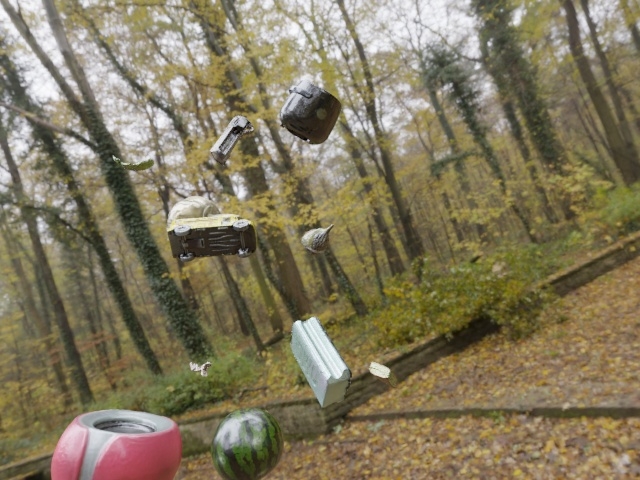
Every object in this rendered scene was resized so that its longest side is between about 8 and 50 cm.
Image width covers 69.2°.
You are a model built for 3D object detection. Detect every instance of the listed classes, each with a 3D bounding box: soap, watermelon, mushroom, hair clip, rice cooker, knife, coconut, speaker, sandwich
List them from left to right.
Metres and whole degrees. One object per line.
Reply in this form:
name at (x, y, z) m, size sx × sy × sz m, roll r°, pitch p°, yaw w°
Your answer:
speaker at (-0.488, 0.535, 1.147) m, size 0.295 × 0.294 × 0.294 m, roll -20°, pitch -6°, yaw -2°
coconut at (-0.765, -0.317, 1.922) m, size 0.158 × 0.055 × 0.133 m, roll 4°, pitch 0°, yaw 9°
hair clip at (-0.599, 0.632, 2.276) m, size 0.034 × 0.072 × 0.226 m, roll 33°, pitch -30°, yaw -29°
mushroom at (-0.516, -0.057, 2.121) m, size 0.337 × 0.313 × 0.314 m, roll 4°, pitch 3°, yaw 22°
knife at (-0.309, -0.367, 1.654) m, size 0.043 × 0.089 × 0.365 m, roll -44°, pitch 17°, yaw 32°
watermelon at (-0.285, 0.803, 1.817) m, size 0.286 × 0.284 × 0.285 m, roll -20°, pitch -6°, yaw -2°
rice cooker at (-0.050, -0.568, 2.085) m, size 0.224 × 0.267 × 0.267 m, roll -59°, pitch -11°, yaw 4°
soap at (-0.008, 0.386, 1.496) m, size 0.094 × 0.261 × 0.150 m, roll -8°, pitch -50°, yaw -29°
sandwich at (0.160, 0.330, 1.139) m, size 0.030 × 0.083 × 0.044 m, roll -58°, pitch 2°, yaw -24°

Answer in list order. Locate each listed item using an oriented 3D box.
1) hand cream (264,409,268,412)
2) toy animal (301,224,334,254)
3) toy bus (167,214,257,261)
hand cream at (-0.222, 0.795, 2.056) m, size 0.035 × 0.102 × 0.022 m, roll -44°, pitch -8°, yaw 33°
toy animal at (0.000, 0.000, 1.685) m, size 0.137 × 0.098 × 0.098 m, roll -21°, pitch -6°, yaw 18°
toy bus at (-0.416, -0.018, 1.825) m, size 0.331 × 0.144 × 0.152 m, roll -4°, pitch 30°, yaw -5°
